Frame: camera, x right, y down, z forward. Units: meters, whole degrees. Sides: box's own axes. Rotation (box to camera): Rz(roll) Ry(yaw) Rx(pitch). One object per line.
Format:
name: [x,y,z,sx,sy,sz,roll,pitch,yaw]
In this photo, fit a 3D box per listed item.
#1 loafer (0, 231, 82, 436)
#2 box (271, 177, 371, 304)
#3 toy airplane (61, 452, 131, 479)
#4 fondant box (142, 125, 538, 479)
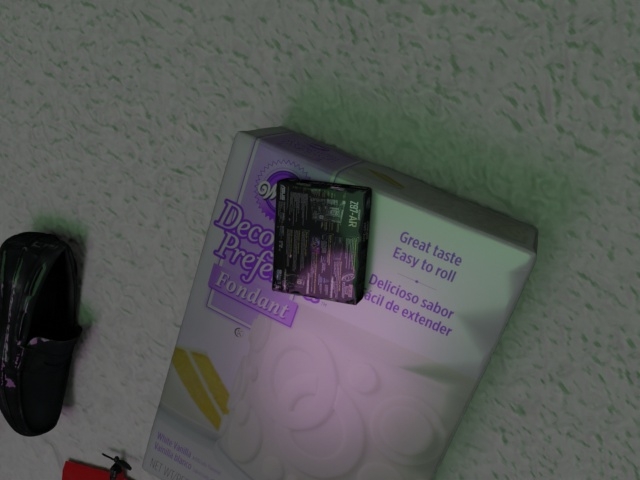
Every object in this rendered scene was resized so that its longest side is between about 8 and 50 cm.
loafer: [-0.289,0.103,0.651,0.078,0.076,0.223,10,102,26]
box: [0.000,0.000,0.451,0.067,0.018,0.083,7,104,19]
toy airplane: [-0.237,0.307,0.707,0.151,0.028,0.151,4,104,18]
fondant box: [0.004,0.099,0.534,0.238,0.096,0.330,24,108,14]
